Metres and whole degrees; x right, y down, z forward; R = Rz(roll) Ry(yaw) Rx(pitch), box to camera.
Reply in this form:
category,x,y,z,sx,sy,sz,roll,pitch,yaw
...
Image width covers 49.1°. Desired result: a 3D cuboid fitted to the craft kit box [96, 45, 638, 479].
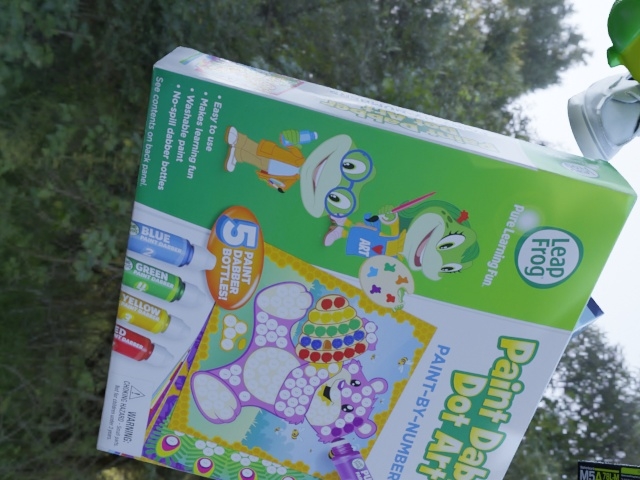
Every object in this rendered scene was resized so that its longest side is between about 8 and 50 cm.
category,x,y,z,sx,sy,sz,roll,pitch,yaw
craft kit box,0.009,0.044,0.408,0.061,0.247,0.249,-85,-171,-65

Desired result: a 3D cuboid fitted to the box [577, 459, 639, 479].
category,x,y,z,sx,sy,sz,roll,pitch,yaw
box,0.312,0.308,0.659,0.191,0.045,0.184,137,-36,-69

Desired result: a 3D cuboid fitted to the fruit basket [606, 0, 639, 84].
category,x,y,z,sx,sy,sz,roll,pitch,yaw
fruit basket,0.476,-0.235,0.635,0.283,0.392,0.392,-65,-161,-4

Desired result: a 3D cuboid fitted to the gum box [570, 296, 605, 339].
category,x,y,z,sx,sy,sz,roll,pitch,yaw
gum box,0.165,0.053,0.684,0.157,0.041,0.184,59,-28,21

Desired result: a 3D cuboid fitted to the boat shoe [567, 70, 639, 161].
category,x,y,z,sx,sy,sz,roll,pitch,yaw
boat shoe,0.343,-0.154,0.800,0.081,0.227,0.079,-24,-79,39
